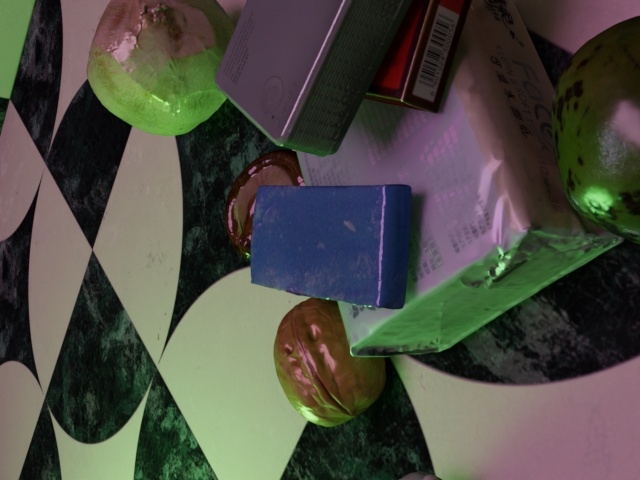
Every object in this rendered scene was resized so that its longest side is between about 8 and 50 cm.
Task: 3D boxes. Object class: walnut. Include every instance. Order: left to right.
[{"bbox_3d":[0.012,0.176,1.279,0.165,0.165,0.197,-42,56,41],"label":"walnut"}]

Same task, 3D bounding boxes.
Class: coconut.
[{"bbox_3d":[-0.301,-0.366,1.671,0.254,0.297,0.297,-24,66,52],"label":"coconut"}]

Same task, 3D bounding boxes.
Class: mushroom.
[{"bbox_3d":[-0.054,-0.047,1.433,0.231,0.138,0.194,13,82,42],"label":"mushroom"}]

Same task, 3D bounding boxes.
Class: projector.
[{"bbox_3d":[-0.003,-0.248,0.968,0.192,0.099,0.257,45,116,43],"label":"projector"}]

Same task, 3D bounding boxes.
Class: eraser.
[{"bbox_3d":[0.000,0.000,1.072,0.312,0.042,0.144,6,93,57],"label":"eraser"}]

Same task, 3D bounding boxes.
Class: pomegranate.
[{"bbox_3d":[0.340,-0.099,0.822,0.270,0.254,0.254,138,128,-63],"label":"pomegranate"}]

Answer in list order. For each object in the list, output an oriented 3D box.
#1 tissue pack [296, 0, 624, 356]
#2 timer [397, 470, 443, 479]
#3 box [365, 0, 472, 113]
[{"bbox_3d":[0.145,-0.098,1.099,0.332,0.205,0.405,-42,54,42],"label":"tissue pack"},{"bbox_3d":[0.087,0.448,1.092,0.291,0.291,0.315,29,87,51],"label":"timer"},{"bbox_3d":[0.099,-0.278,0.981,0.153,0.074,0.240,25,100,53],"label":"box"}]
